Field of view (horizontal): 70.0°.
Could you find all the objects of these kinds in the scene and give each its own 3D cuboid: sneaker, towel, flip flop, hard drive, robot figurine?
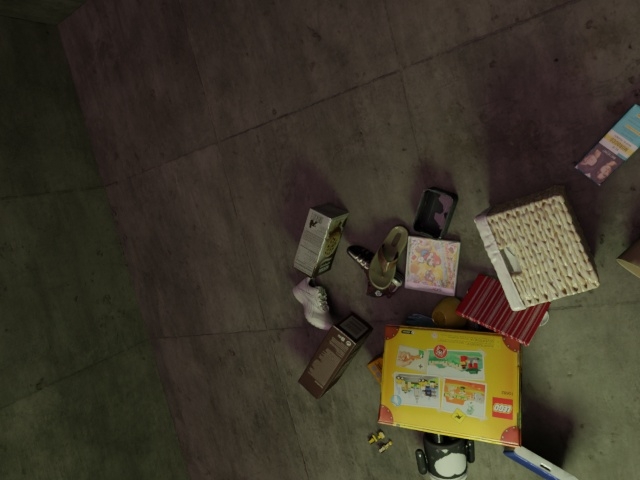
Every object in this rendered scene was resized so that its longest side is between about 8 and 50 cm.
[{"bbox_3d":[-0.021,0.285,2.102,0.129,0.111,0.297,-50,56,21],"label":"sneaker"},{"bbox_3d":[0.206,0.153,1.968,0.281,0.106,0.162,35,120,19],"label":"sneaker"},{"bbox_3d":[0.653,0.243,1.648,0.275,0.199,0.031,24,154,34],"label":"towel"},{"bbox_3d":[0.279,0.064,1.854,0.112,0.080,0.277,27,86,8],"label":"flip flop"},{"bbox_3d":[0.795,0.824,1.673,0.210,0.319,0.040,25,74,24],"label":"hard drive"},{"bbox_3d":[0.524,0.894,1.912,0.209,0.173,0.278,-4,99,31],"label":"robot figurine"}]

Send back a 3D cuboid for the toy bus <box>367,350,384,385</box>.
[{"bbox_3d":[0.356,0.641,1.990,0.130,0.108,0.333,-41,80,32],"label":"toy bus"}]

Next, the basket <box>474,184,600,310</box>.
[{"bbox_3d":[0.709,0.010,1.496,0.266,0.331,0.328,-23,90,31],"label":"basket"}]

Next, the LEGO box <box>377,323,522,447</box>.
[{"bbox_3d":[0.491,0.527,1.724,0.500,0.193,0.373,1,77,25],"label":"LEGO box"}]

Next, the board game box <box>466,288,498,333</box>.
[{"bbox_3d":[0.644,0.273,1.764,0.141,0.048,0.170,-1,101,33],"label":"board game box"}]

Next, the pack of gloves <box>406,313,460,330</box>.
[{"bbox_3d":[0.454,0.421,1.916,0.232,0.046,0.195,14,108,28],"label":"pack of gloves"}]

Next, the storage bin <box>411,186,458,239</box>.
[{"bbox_3d":[0.444,-0.106,1.771,0.122,0.084,0.180,24,114,24],"label":"storage bin"}]

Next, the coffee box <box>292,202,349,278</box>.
[{"bbox_3d":[0.000,0.000,2.016,0.119,0.168,0.297,28,115,23],"label":"coffee box"}]

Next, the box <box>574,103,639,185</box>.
[{"bbox_3d":[0.934,-0.299,1.442,0.100,0.060,0.244,43,119,16],"label":"box"}]

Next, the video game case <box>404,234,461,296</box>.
[{"bbox_3d":[0.449,0.101,1.842,0.206,0.026,0.227,8,106,24],"label":"video game case"}]

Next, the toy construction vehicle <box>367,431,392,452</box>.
[{"bbox_3d":[0.284,0.951,2.158,0.086,0.035,0.098,50,119,24],"label":"toy construction vehicle"}]

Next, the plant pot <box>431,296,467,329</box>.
[{"bbox_3d":[0.496,0.297,1.807,0.134,0.095,0.134,15,109,49],"label":"plant pot"}]

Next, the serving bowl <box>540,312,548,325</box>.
[{"bbox_3d":[0.796,0.272,1.684,0.083,0.027,0.083,8,105,29],"label":"serving bowl"}]

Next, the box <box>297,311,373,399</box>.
[{"bbox_3d":[0.067,0.526,2.091,0.143,0.191,0.381,36,117,19],"label":"box"}]

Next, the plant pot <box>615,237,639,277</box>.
[{"bbox_3d":[1.084,0.019,1.344,0.256,0.256,0.274,37,101,18],"label":"plant pot"}]
